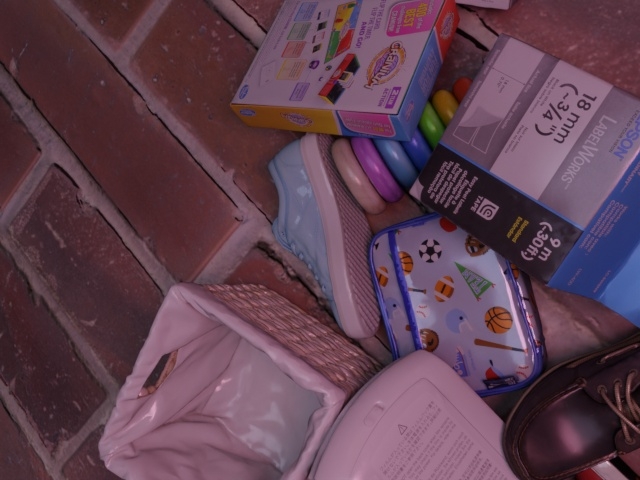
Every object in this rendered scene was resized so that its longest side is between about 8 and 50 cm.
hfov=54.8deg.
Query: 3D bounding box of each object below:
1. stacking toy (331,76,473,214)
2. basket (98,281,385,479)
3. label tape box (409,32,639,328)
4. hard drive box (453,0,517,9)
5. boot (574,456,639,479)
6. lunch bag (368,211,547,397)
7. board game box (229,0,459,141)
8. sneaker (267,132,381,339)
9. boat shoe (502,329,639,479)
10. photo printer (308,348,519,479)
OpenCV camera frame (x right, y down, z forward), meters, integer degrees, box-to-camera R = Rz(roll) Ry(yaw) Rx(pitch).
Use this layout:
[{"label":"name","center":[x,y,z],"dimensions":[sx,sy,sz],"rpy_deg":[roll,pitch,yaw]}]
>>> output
[{"label":"stacking toy","center":[0.187,-0.177,0.976],"dimensions":[0.330,0.141,0.141],"rpy_deg":[-30,76,14]},{"label":"basket","center":[-0.118,0.275,1.012],"dimensions":[0.331,0.266,0.328],"rpy_deg":[30,100,22]},{"label":"label tape box","center":[0.315,-0.075,0.774],"dimensions":[0.333,0.106,0.241],"rpy_deg":[38,111,27]},{"label":"hard drive box","center":[0.223,-0.482,0.916],"dimensions":[0.181,0.089,0.232],"rpy_deg":[19,132,24]},{"label":"boot","center":[0.376,0.384,0.883],"dimensions":[0.244,0.088,0.176],"rpy_deg":[45,107,16]},{"label":"lunch bag","center":[0.204,0.106,0.957],"dimensions":[0.243,0.115,0.303],"rpy_deg":[-17,80,25]},{"label":"board game box","center":[0.035,-0.287,1.001],"dimensions":[0.316,0.064,0.242],"rpy_deg":[12,69,32]},{"label":"sneaker","center":[0.000,0.000,1.053],"dimensions":[0.150,0.135,0.366],"rpy_deg":[-23,70,30]},{"label":"boat shoe","center":[0.392,0.190,0.788],"dimensions":[0.355,0.130,0.132],"rpy_deg":[-32,78,-8]},{"label":"photo printer","center":[0.151,0.321,0.822],"dimensions":[0.307,0.107,0.256],"rpy_deg":[46,64,0]}]
